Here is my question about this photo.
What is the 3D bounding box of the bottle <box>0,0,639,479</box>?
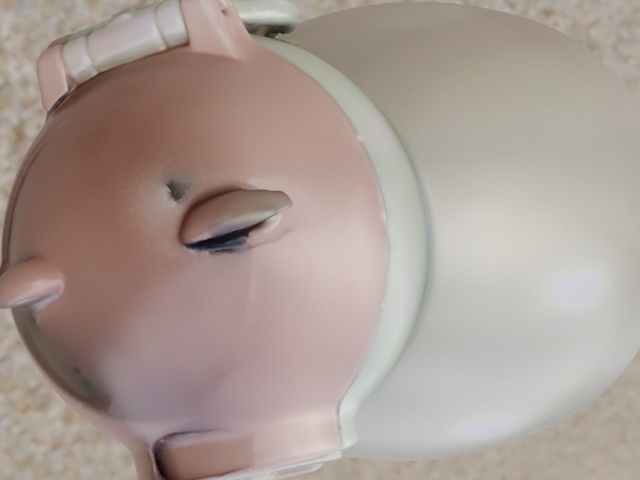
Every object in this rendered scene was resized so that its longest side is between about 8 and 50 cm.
[{"bbox_3d":[0.000,0.000,0.568,0.147,0.147,0.236,-46,161,23],"label":"bottle"}]
